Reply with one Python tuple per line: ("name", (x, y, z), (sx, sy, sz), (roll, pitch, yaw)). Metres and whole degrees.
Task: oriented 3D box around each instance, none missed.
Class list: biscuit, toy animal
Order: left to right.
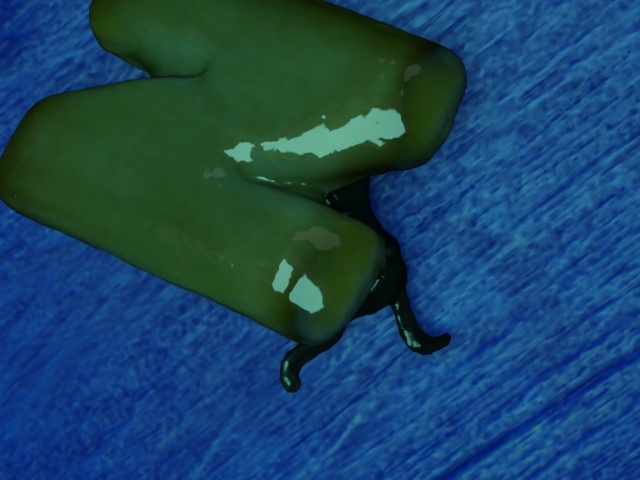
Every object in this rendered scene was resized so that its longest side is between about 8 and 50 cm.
("biscuit", (-0.066, -0.079, 0.955), (0.291, 0.062, 0.236), (25, 77, 18))
("toy animal", (0.000, 0.000, 1.004), (0.148, 0.084, 0.232), (-31, 88, 9))
